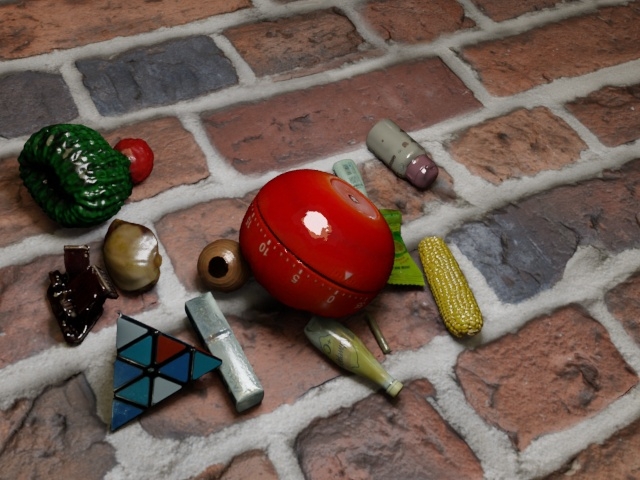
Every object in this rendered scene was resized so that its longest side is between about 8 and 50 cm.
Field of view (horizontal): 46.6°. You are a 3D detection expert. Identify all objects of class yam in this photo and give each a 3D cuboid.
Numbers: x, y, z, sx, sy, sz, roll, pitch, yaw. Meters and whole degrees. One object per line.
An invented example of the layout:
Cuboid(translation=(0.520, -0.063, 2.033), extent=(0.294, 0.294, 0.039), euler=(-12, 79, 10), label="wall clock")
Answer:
Cuboid(translation=(0.141, 0.228, 1.847), extent=(0.021, 0.021, 0.116), euler=(-15, 58, -21), label="yam")

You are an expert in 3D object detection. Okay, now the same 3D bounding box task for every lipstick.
Cuboid(translation=(-0.222, 0.256, 1.718), extent=(0.076, 0.077, 0.290), euler=(-23, 61, -22), label="lipstick")

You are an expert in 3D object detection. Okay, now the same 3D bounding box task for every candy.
Cuboid(translation=(0.177, 0.024, 1.981), extent=(0.149, 0.069, 0.246), euler=(-3, 49, -19), label="candy")

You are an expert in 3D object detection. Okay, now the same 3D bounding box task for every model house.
Cuboid(translation=(-0.562, 0.105, 1.718), extent=(0.141, 0.164, 0.203), euler=(-24, 59, -32), label="model house")

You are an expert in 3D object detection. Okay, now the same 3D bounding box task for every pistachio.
Cuboid(translation=(-0.463, 0.031, 1.823), extent=(0.165, 0.130, 0.210), euler=(-45, 66, 9), label="pistachio")

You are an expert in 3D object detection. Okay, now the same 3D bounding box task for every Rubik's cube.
Cuboid(translation=(-0.373, 0.228, 1.685), extent=(0.250, 0.284, 0.234), euler=(-6, 24, -24), label="Rubik's cube")

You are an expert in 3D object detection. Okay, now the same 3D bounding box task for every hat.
Cuboid(translation=(-0.580, -0.180, 1.926), extent=(0.274, 0.242, 0.332), euler=(57, 36, 4), label="hat")

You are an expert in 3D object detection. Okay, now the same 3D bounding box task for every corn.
Cuboid(translation=(0.334, 0.128, 1.914), extent=(0.101, 0.101, 0.310), euler=(-8, 52, -16), label="corn")

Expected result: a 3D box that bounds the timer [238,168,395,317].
Cuboid(translation=(0.000, 0.000, 1.783), extent=(0.378, 0.279, 0.378), euler=(31, 22, -14), label="timer")

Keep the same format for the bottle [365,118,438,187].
Cuboid(translation=(0.245, -0.248, 2.178), extent=(0.110, 0.110, 0.233), euler=(-31, 65, -29), label="bottle")

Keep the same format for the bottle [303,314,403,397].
Cuboid(translation=(0.081, 0.273, 1.760), extent=(0.269, 0.083, 0.083), euler=(36, 55, 17), label="bottle")

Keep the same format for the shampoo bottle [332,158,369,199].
Cuboid(translation=(0.100, -0.151, 2.117), extent=(0.069, 0.041, 0.191), euler=(-10, 55, -24), label="shampoo bottle")

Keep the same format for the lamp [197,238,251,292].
Cuboid(translation=(-0.235, 0.062, 1.831), extent=(0.136, 0.136, 0.136), euler=(5, 52, -7), label="lamp")
